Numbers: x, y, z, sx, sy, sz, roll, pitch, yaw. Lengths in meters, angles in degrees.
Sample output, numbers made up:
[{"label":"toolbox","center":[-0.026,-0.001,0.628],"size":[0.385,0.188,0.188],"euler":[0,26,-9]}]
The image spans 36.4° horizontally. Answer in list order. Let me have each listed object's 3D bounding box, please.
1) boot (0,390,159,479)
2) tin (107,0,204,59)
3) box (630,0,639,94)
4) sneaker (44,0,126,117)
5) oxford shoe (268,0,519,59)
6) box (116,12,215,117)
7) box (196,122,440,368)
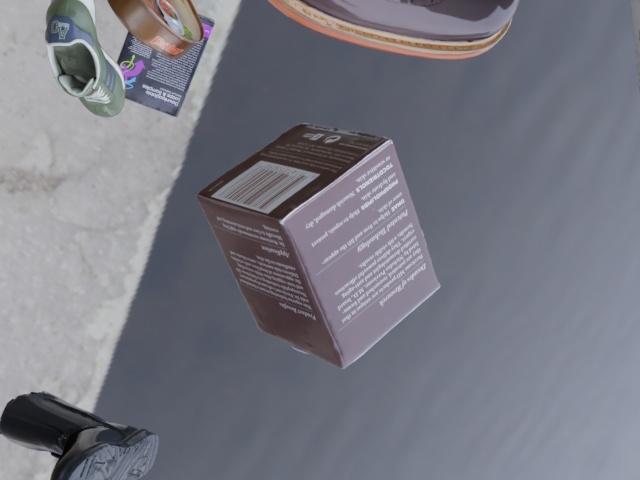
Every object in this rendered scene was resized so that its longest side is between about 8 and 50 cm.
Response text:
[{"label":"boot","center":[-0.369,0.290,1.365],"size":[0.246,0.207,0.094],"euler":[-8,112,-73]},{"label":"tin","center":[-0.173,-0.253,0.936],"size":[0.040,0.190,0.106],"euler":[-38,151,24]},{"label":"box","center":[0.226,-0.042,0.341],"size":[0.181,0.181,0.119],"euler":[-16,127,7]},{"label":"sneaker","center":[-0.267,-0.186,1.087],"size":[0.064,0.086,0.192],"euler":[-1,145,3]},{"label":"oxford shoe","center":[0.000,-0.165,0.426],"size":[0.271,0.098,0.097],"euler":[25,72,-28]},{"label":"box","center":[-0.244,-0.281,1.481],"size":[0.116,0.029,0.162],"euler":[20,105,-17]},{"label":"box","center":[0.000,0.000,1.102],"size":[0.167,0.168,0.203],"euler":[-38,123,-26]}]
